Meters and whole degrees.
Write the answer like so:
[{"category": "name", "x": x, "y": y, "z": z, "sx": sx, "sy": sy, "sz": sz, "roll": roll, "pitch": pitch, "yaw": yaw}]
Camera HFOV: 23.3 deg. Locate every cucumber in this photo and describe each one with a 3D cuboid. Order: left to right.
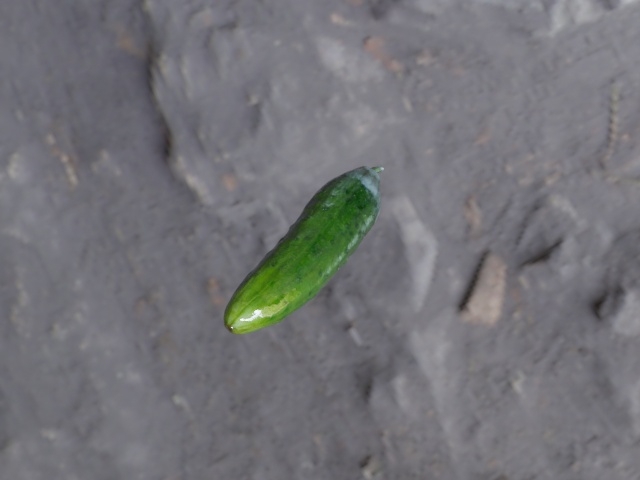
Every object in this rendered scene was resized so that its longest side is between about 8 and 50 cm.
[{"category": "cucumber", "x": 0.000, "y": 0.000, "z": 1.239, "sx": 0.056, "sy": 0.250, "sz": 0.056, "roll": 17, "pitch": 131, "yaw": 21}]
